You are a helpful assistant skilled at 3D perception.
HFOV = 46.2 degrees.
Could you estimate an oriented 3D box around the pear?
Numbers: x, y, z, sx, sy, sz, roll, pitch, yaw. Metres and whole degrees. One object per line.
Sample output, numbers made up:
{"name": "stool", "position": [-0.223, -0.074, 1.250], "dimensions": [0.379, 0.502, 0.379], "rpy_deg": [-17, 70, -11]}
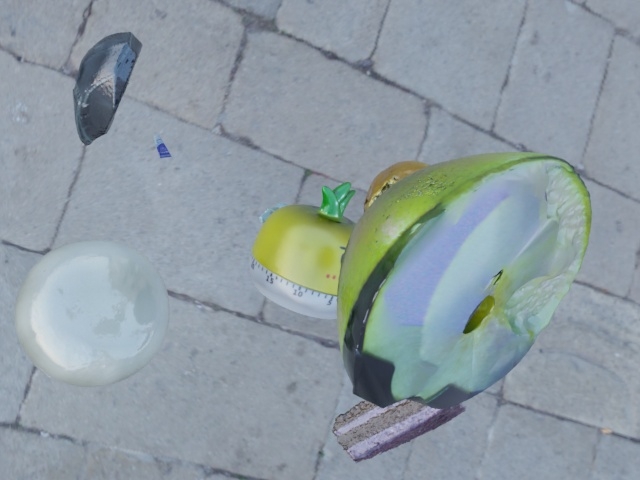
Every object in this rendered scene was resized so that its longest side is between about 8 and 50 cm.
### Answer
{"name": "pear", "position": [0.161, 0.032, 0.979], "dimensions": [0.399, 0.165, 0.398], "rpy_deg": [-22, 134, -25]}

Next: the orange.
{"name": "orange", "position": [0.141, -0.055, 1.207], "dimensions": [0.134, 0.155, 0.154], "rpy_deg": [16, 83, -48]}

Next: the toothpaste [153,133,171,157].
{"name": "toothpaste", "position": [-0.328, -0.193, 1.551], "dimensions": [0.024, 0.083, 0.015], "rpy_deg": [-9, 131, -21]}

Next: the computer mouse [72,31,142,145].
{"name": "computer mouse", "position": [-0.275, -0.192, 0.935], "dimensions": [0.062, 0.192, 0.105], "rpy_deg": [22, 58, -20]}

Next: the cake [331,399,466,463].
{"name": "cake", "position": [0.169, 0.361, 1.591], "dimensions": [0.296, 0.116, 0.112], "rpy_deg": [-24, 142, -11]}

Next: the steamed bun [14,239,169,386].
{"name": "steamed bun", "position": [-0.473, 0.148, 1.584], "dimensions": [0.325, 0.206, 0.324], "rpy_deg": [17, 59, -30]}

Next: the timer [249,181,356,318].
{"name": "timer", "position": [0.000, 0.000, 1.562], "dimensions": [0.285, 0.285, 0.284], "rpy_deg": [0, 90, -23]}

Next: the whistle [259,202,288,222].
{"name": "whistle", "position": [-0.100, -0.059, 1.657], "dimensions": [0.100, 0.035, 0.035], "rpy_deg": [-27, 101, -50]}
